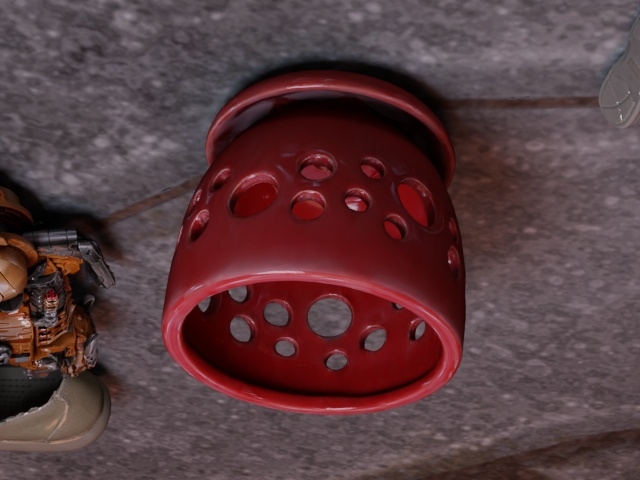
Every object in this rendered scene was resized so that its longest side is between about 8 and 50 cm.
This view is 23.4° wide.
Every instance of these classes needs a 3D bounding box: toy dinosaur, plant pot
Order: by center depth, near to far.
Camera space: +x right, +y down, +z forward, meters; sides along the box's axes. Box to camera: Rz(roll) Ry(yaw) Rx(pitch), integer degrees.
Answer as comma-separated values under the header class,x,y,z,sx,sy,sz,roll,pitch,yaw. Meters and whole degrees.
class,x,y,z,sx,sy,sz,roll,pitch,yaw
plant pot,0.000,0.000,1.007,0.191,0.174,0.191,3,146,2
toy dinosaur,-0.277,0.013,1.134,0.218,0.164,0.322,-17,124,6

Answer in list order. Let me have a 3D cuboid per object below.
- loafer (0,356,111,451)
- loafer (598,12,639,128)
class,x,y,z,sx,sy,sz,roll,pitch,yaw
loafer,-0.318,0.132,1.326,0.269,0.102,0.092,-6,145,0
loafer,0.210,-0.114,0.936,0.039,0.045,0.125,-19,158,-26
